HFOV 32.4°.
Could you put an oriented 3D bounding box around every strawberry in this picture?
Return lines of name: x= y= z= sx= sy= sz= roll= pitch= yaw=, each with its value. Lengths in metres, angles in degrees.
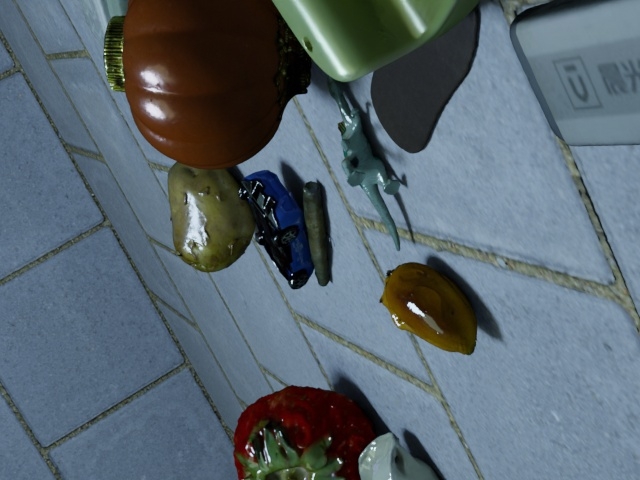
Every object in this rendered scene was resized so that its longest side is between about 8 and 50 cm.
strawberry: x=-0.012 y=0.344 z=1.748 sx=0.257 sy=0.257 sz=0.277 roll=58 pitch=-168 yaw=-1

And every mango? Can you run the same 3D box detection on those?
mango: x=0.113 y=0.068 z=1.116 sx=0.127 sy=0.063 sz=0.077 roll=37 pitch=150 yaw=40

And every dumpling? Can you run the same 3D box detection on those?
dumpling: x=0.114 y=0.374 z=1.584 sx=0.169 sy=0.100 sz=0.134 roll=45 pitch=139 yaw=-9

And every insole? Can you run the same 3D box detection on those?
insole: x=0.079 y=-0.159 z=0.891 sx=0.111 sy=0.007 sz=0.328 roll=54 pitch=164 yaw=17

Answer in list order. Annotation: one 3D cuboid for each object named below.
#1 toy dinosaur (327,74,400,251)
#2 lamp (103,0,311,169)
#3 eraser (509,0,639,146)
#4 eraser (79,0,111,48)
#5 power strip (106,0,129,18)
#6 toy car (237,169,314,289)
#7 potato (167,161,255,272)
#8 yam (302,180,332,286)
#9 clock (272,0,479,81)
toy dinosaur: x=0.041 y=-0.079 z=1.112 sx=0.106 sy=0.044 sz=0.187 roll=62 pitch=-177 yaw=39
lamp: x=-0.106 y=-0.179 z=1.069 sx=0.223 sy=0.196 sz=0.223 roll=1 pitch=-90 yaw=-85
eraser: x=0.195 y=-0.098 z=0.556 sx=0.089 sy=0.061 sz=0.352 roll=61 pitch=163 yaw=-12
eraser: x=-0.273 y=-0.395 z=1.339 sx=0.096 sy=0.098 sz=0.404 roll=50 pitch=163 yaw=26
power strip: x=-0.216 y=-0.280 z=1.397 sx=0.053 sy=0.093 sz=0.288 roll=53 pitch=164 yaw=23
toy car: x=-0.048 y=-0.013 z=1.450 sx=0.103 sy=0.063 sz=0.216 roll=52 pitch=169 yaw=27
potato: x=-0.164 y=-0.041 z=1.649 sx=0.137 sy=0.137 sz=0.176 roll=29 pitch=126 yaw=60
yam: x=-0.001 y=-0.001 z=1.407 sx=0.234 sy=0.029 sz=0.027 roll=82 pitch=179 yaw=-58
clock: x=0.012 y=-0.276 z=0.662 sx=0.286 sy=0.117 sz=0.348 roll=58 pitch=164 yaw=5
